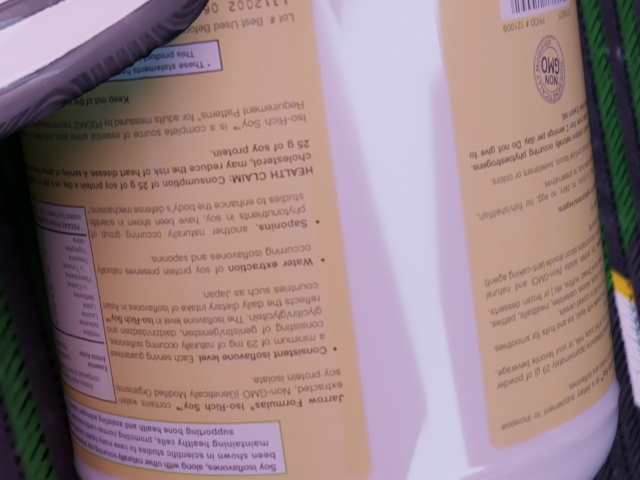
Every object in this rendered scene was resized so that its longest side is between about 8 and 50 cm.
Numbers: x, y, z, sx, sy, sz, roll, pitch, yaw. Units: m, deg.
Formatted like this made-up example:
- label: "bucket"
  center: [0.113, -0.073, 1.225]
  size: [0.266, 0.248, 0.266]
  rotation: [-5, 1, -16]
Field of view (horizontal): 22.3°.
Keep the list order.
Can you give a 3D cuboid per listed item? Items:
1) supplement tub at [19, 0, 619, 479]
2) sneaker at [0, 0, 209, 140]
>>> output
- label: "supplement tub"
  center: [0.000, 0.000, 0.701]
  size: [0.241, 0.241, 0.331]
  rotation: [-15, 103, -35]
- label: "sneaker"
  center: [-0.267, -0.108, 0.472]
  size: [0.448, 0.169, 0.257]
  rotation: [-17, 101, -8]
